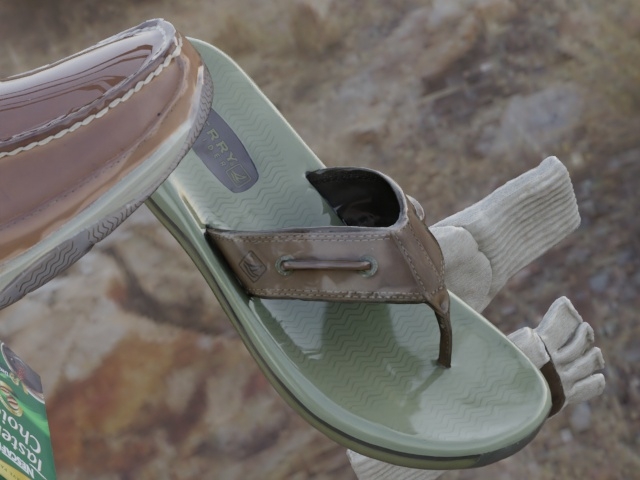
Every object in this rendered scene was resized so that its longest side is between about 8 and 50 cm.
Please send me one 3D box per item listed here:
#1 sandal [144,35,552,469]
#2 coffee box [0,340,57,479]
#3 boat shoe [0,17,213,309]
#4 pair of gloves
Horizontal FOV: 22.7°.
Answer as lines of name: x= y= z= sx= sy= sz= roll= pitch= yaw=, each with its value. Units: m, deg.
sandal: x=-0.002 y=0.000 z=0.832 sx=0.120 sy=0.303 sz=0.086 roll=-37 pitch=-12 yaw=-37
coffee box: x=-0.253 y=0.140 z=1.226 sx=0.040 sy=0.113 sz=0.184 roll=-35 pitch=35 yaw=9
boat shoe: x=-0.199 y=-0.019 z=0.671 sx=0.324 sy=0.116 sz=0.123 roll=-29 pitch=25 yaw=-9
pair of gloves: x=0.100 y=0.073 z=1.074 sx=0.204 sy=0.240 sz=0.042 roll=-29 pitch=45 yaw=-14
